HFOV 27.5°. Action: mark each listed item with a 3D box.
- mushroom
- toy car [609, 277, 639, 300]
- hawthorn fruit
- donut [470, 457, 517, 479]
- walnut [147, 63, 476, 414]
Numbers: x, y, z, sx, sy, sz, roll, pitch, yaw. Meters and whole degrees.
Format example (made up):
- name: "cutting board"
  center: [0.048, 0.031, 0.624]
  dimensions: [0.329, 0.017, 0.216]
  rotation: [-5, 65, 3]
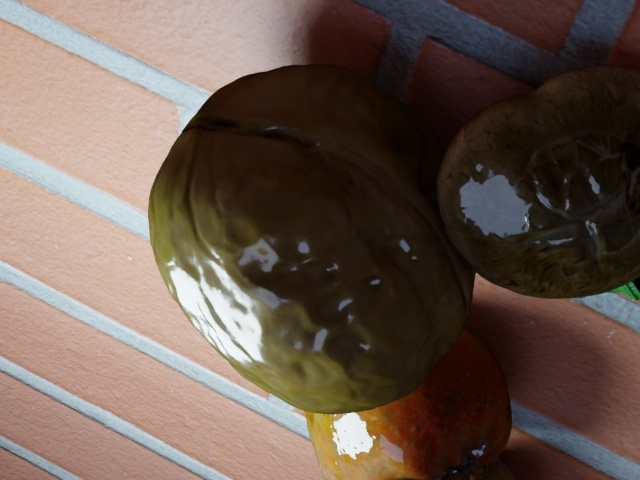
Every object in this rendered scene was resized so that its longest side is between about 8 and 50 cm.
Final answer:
- name: "mushroom"
  center: [0.260, -0.057, 1.346]
  dimensions: [0.278, 0.146, 0.278]
  rotation: [-4, 121, -6]
- name: "toy car"
  center: [0.373, 0.026, 1.464]
  dimensions: [0.165, 0.062, 0.071]
  rotation: [-14, 123, 42]
- name: "hawthorn fruit"
  center: [0.095, 0.204, 1.704]
  dimensions: [0.298, 0.277, 0.277]
  rotation: [44, 146, 22]
- name: "donut"
  center: [0.154, 0.420, 1.865]
  dimensions: [0.317, 0.299, 0.150]
  rotation: [-31, 101, 14]
- name: "walnut"
  center: [0.000, 0.000, 1.455]
  dimensions: [0.398, 0.354, 0.308]
  rotation: [48, 152, -17]
